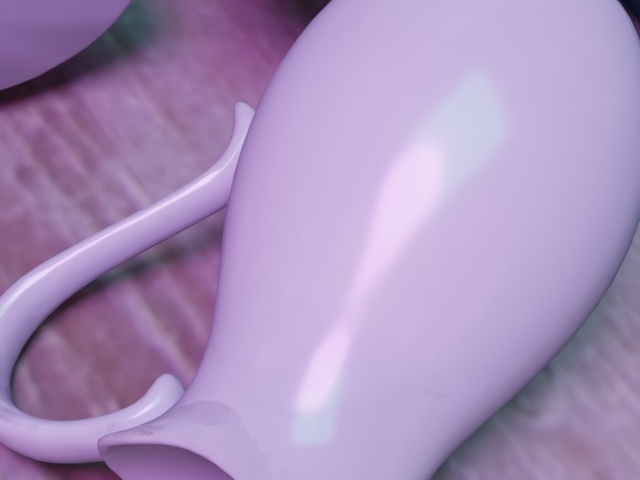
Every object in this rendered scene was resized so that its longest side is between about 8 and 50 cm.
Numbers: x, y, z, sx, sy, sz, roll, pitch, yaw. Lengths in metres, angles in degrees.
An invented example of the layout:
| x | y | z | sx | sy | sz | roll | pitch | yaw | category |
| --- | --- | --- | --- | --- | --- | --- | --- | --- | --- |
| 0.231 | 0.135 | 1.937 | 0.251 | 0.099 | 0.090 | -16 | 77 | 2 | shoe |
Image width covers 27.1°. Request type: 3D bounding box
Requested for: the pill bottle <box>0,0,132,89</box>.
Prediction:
| x | y | z | sx | sy | sz | roll | pitch | yaw | category |
| --- | --- | --- | --- | --- | --- | --- | --- | --- | --- |
| -0.162 | -0.188 | 0.476 | 0.153 | 0.153 | 0.265 | -17 | 63 | -21 | pill bottle |

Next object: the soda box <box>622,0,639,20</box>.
| x | y | z | sx | sy | sz | roll | pitch | yaw | category |
| --- | --- | --- | --- | --- | --- | --- | --- | --- | --- |
| 0.194 | -0.078 | 0.533 | 0.058 | 0.063 | 0.183 | -24 | 66 | -26 | soda box |

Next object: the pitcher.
| x | y | z | sx | sy | sz | roll | pitch | yaw | category |
| --- | --- | --- | --- | --- | --- | --- | --- | --- | --- |
| 0.000 | 0.000 | 0.422 | 0.178 | 0.125 | 0.207 | 21 | 67 | 20 | pitcher |
